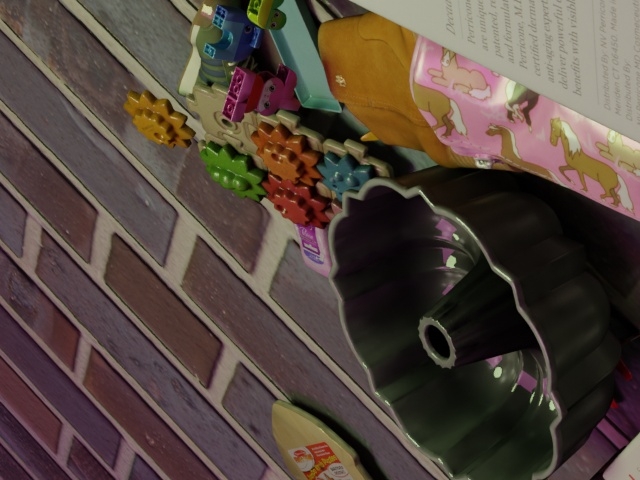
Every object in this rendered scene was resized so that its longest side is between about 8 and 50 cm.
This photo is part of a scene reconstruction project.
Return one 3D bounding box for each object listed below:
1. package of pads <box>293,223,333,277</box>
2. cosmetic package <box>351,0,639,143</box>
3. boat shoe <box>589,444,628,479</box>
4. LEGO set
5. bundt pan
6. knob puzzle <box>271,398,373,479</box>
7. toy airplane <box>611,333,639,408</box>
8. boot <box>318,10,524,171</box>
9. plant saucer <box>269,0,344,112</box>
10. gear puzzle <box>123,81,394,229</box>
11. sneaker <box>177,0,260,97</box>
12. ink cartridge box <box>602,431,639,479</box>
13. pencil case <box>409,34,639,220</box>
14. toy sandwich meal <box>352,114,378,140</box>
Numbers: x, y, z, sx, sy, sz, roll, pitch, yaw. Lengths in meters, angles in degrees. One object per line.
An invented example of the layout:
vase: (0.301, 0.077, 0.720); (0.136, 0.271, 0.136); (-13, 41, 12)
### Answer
package of pads: (0.000, 0.000, 2.031); (0.050, 0.032, 0.083); (24, 143, 37)
cosmetic package: (0.152, -0.245, 1.273); (0.453, 0.230, 0.161); (32, 148, 35)
boat shoe: (0.292, 0.334, 1.899); (0.120, 0.122, 0.324); (39, 152, 16)
LEGO set: (-0.032, -0.224, 1.702); (0.087, 0.093, 0.227); (38, 116, 49)
bundt pan: (0.154, 0.069, 1.742); (0.331, 0.124, 0.331); (41, 146, 36)
knob puzzle: (0.008, 0.275, 2.362); (0.213, 0.030, 0.213); (38, 151, 25)
toy airplane: (0.252, 0.104, 1.773); (0.151, 0.028, 0.151); (38, 150, 27)
boot: (0.064, -0.182, 1.626); (0.211, 0.104, 0.295); (17, 142, 48)
plant saucer: (-0.028, -0.212, 1.828); (0.067, 0.018, 0.192); (13, 136, 51)
gear puzzle: (-0.071, -0.081, 1.932); (0.339, 0.044, 0.175); (24, 152, 22)
sneaker: (-0.089, -0.184, 1.917); (0.086, 0.064, 0.192); (38, 151, 8)
ink cartridge box: (0.380, 0.203, 1.596); (0.207, 0.119, 0.353); (45, 152, 12)
pencil case: (0.252, -0.090, 1.392); (0.386, 0.160, 0.167); (27, 153, 38)
toy sandwich meal: (0.048, -0.126, 1.801); (0.085, 0.029, 0.085); (37, 150, 26)
